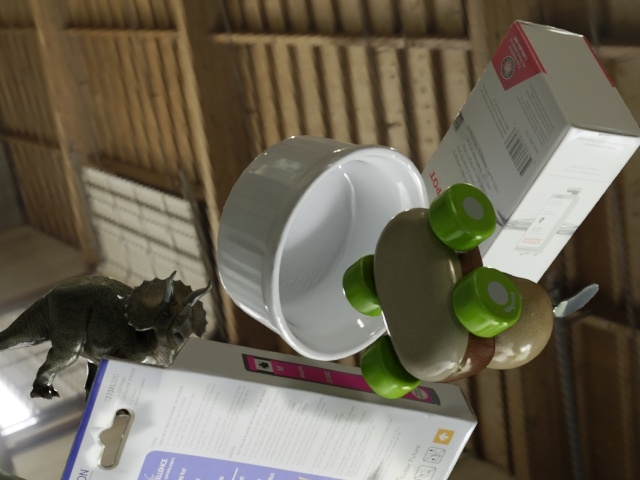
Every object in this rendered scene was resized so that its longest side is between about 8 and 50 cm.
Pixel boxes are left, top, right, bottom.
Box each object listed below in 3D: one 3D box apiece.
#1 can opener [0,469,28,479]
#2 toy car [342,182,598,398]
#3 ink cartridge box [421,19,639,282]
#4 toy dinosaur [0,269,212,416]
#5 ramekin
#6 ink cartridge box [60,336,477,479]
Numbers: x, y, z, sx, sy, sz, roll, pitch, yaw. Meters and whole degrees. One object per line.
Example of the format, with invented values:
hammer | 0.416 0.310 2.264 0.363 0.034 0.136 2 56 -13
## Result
can opener | -0.282 0.206 0.942 0.283 0.095 0.076 8 -77 35
toy car | 0.143 0.051 0.973 0.155 0.188 0.149 -41 -128 45
ink cartridge box | 0.259 -0.104 1.475 0.207 0.117 0.283 -107 -147 -40
toy dinosaur | -0.234 0.102 1.243 0.313 0.121 0.160 7 -93 33
ramekin | 0.000 0.000 1.448 0.135 0.277 0.277 23 -52 42
ink cartridge box | -0.050 0.194 1.093 0.069 0.371 0.175 -113 -140 -55
